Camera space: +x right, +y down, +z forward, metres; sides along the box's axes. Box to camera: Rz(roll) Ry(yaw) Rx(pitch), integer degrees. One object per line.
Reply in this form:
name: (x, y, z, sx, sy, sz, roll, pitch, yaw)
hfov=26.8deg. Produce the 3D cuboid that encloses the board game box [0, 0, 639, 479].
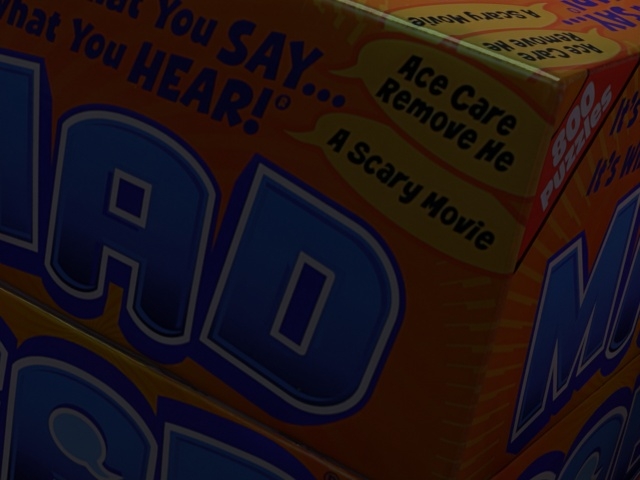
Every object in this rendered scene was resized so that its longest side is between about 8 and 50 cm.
board game box: (0.000, 0.000, 0.728, 0.357, 0.356, 0.356, 24, 26, 27)
